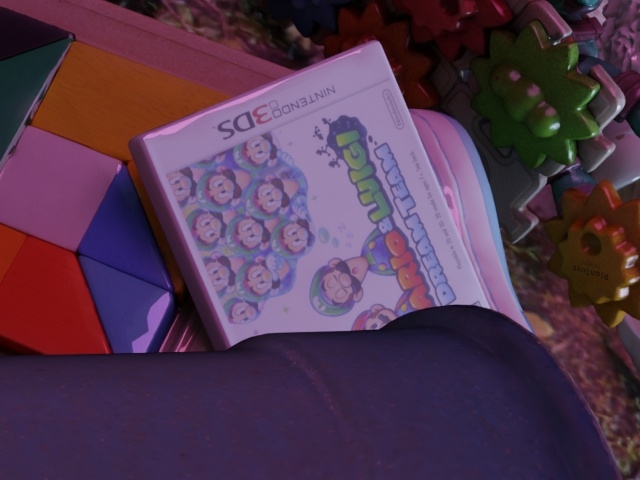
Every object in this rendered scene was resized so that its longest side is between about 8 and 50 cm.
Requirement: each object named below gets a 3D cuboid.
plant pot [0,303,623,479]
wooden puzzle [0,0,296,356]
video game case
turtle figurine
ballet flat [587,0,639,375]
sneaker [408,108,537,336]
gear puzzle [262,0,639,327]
[{"bbox_3d":[-0.109,0.181,0.690,0.334,0.341,0.341,5,54,-22],"label":"plant pot"},{"bbox_3d":[-0.122,-0.020,0.917,0.239,0.044,0.221,23,68,5],"label":"wooden puzzle"},{"bbox_3d":[0.000,0.000,0.910,0.143,0.019,0.157,-25,95,-31],"label":"video game case"},{"bbox_3d":[0.129,-0.115,1.178,0.118,0.175,0.234,-5,51,-51],"label":"turtle figurine"},{"bbox_3d":[0.235,0.005,1.197,0.147,0.147,0.409,0,57,-35],"label":"ballet flat"},{"bbox_3d":[0.005,0.062,0.990,0.208,0.127,0.319,6,49,-30],"label":"sneaker"},{"bbox_3d":[0.077,-0.081,1.110,0.044,0.175,0.339,-29,77,-42],"label":"gear puzzle"}]
